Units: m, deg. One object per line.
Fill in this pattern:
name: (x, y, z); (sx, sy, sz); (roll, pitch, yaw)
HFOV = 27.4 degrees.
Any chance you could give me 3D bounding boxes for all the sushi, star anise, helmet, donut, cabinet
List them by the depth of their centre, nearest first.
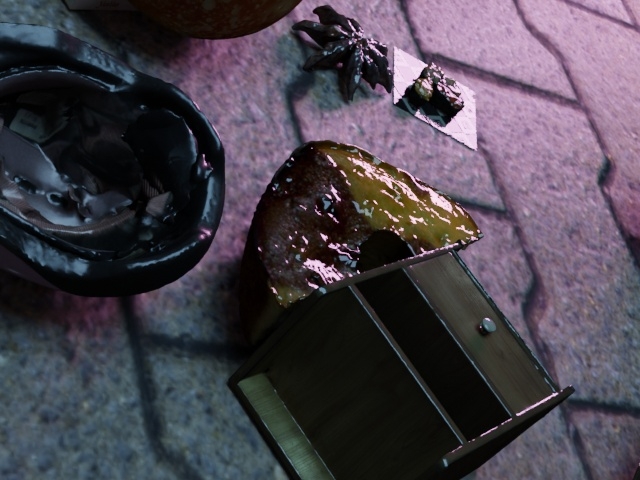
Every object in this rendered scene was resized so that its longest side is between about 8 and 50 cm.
helmet: (-0.202, -0.048, 1.035); (0.253, 0.154, 0.198); (13, 63, -9)
cabinet: (0.075, 0.121, 1.119); (0.215, 0.148, 0.175); (-16, 66, -50)
donut: (0.000, 0.000, 1.206); (0.295, 0.112, 0.151); (-17, 62, -50)
star anise: (0.031, -0.220, 1.506); (0.141, 0.042, 0.141); (26, 38, -22)
sushi: (0.147, -0.180, 1.585); (0.126, 0.026, 0.120); (27, 39, -21)

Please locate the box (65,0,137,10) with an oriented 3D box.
box: (-0.253, -0.303, 1.339); (0.090, 0.024, 0.167); (-11, 62, -49)

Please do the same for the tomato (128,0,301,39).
tomato: (-0.102, -0.341, 1.317); (0.270, 0.222, 0.270); (50, 27, -37)

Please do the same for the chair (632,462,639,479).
chair: (0.402, 0.249, 1.266); (0.190, 0.275, 0.203); (28, 33, 21)
